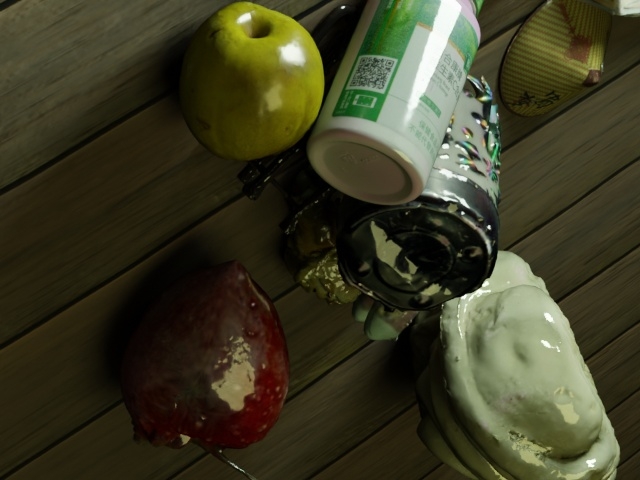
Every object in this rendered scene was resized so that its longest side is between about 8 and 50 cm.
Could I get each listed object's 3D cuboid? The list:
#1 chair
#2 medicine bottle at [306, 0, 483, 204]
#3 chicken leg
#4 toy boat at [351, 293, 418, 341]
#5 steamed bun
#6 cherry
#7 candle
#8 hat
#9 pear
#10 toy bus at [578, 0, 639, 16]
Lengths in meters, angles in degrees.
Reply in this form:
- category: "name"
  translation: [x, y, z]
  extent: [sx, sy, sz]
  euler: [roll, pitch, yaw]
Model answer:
- category: "chair"
  translation: [-0.005, -0.137, 1.725]
  extent: [0.229, 0.113, 0.106]
  euler: [-44, 146, 1]
- category: "medicine bottle"
  translation: [0.089, -0.182, 1.674]
  extent: [0.133, 0.133, 0.274]
  euler: [62, 42, -53]
- category: "chicken leg"
  translation: [0.000, 0.000, 1.876]
  extent: [0.103, 0.088, 0.227]
  euler: [-26, 143, 1]
- category: "toy boat"
  translation: [0.106, 0.011, 1.963]
  extent: [0.085, 0.155, 0.227]
  euler: [33, 96, -13]
- category: "steamed bun"
  translation: [0.239, 0.201, 2.132]
  extent: [0.247, 0.352, 0.339]
  euler: [-22, 128, 5]
- category: "cherry"
  translation: [-0.124, 0.131, 1.793]
  extent: [0.175, 0.192, 0.249]
  euler: [-55, 161, -64]
- category: "candle"
  translation: [0.122, -0.087, 1.826]
  extent: [0.187, 0.330, 0.187]
  euler: [5, 137, 4]
- category: "hat"
  translation: [0.323, -0.221, 2.001]
  extent: [0.193, 0.082, 0.193]
  euler: [-27, 141, -25]
- category: "pear"
  translation: [-0.070, -0.156, 1.603]
  extent: [0.149, 0.149, 0.162]
  euler: [-21, 134, -32]
- category: "toy bus"
  translation: [0.466, -0.375, 1.986]
  extent: [0.342, 0.097, 0.138]
  euler: [-23, 125, -28]
